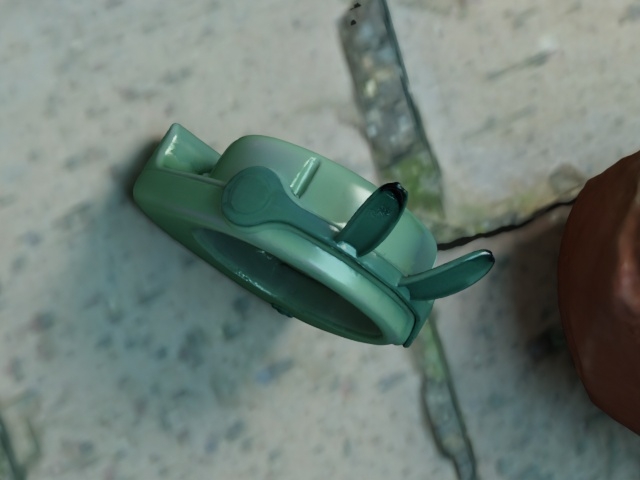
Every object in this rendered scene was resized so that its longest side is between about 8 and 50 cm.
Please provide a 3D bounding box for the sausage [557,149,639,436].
[{"bbox_3d":[0.203,0.038,0.809,0.254,0.148,0.148,20,85,-29],"label":"sausage"}]

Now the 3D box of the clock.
[{"bbox_3d":[0.000,0.000,0.674,0.101,0.135,0.041,37,76,-32],"label":"clock"}]
